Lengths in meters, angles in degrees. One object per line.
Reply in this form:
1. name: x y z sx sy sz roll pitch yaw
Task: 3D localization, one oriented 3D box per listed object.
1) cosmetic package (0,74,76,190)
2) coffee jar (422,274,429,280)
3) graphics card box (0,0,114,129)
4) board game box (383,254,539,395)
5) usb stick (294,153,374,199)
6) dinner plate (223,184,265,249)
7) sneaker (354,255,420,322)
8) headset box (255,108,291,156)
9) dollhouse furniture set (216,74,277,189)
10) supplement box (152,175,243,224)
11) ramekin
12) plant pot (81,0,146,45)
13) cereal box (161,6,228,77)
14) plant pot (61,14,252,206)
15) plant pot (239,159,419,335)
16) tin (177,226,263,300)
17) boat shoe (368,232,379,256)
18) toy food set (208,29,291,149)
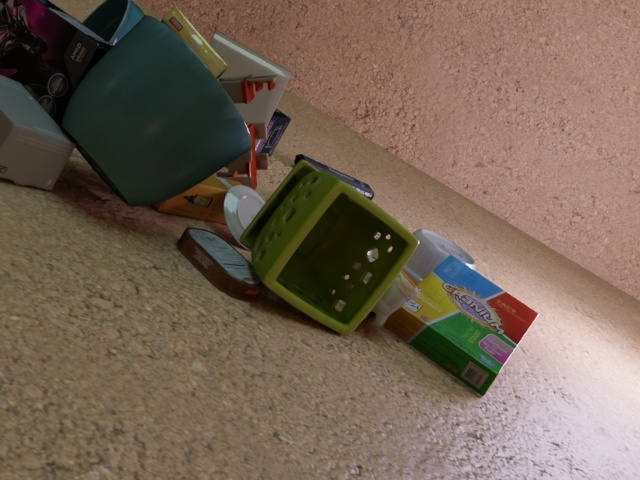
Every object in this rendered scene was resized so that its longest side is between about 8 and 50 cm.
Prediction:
1. cosmetic package: -0.528 -0.192 1.471 0.238 0.107 0.127 39 13 35
2. coffee jar: 0.316 0.147 2.035 0.184 0.079 0.096 37 17 21
3. graphics card box: -0.571 -0.350 1.636 0.371 0.233 0.094 36 11 15
4. board game box: 0.303 0.166 1.838 0.242 0.064 0.316 35 31 14
5. usb stick: 0.042 -0.187 2.628 0.278 0.045 0.077 22 17 -31
6. dinner plate: -0.138 -0.046 1.749 0.141 0.017 0.141 27 53 -43
7. sneaker: 0.095 0.102 1.747 0.099 0.121 0.262 49 -10 -9
8. headset box: -0.261 -0.348 2.402 0.246 0.131 0.283 36 17 19
9. dollhouse furniture set: -0.161 -0.238 1.981 0.135 0.259 0.262 -1 17 5
10. supplement box: -0.237 -0.089 1.742 0.080 0.078 0.233 41 18 33
11. ramekin: 0.293 0.058 2.218 0.207 0.109 0.207 28 15 -8
12. plant pot: -0.419 -0.354 1.935 0.255 0.272 0.272 39 8 -34
13. cereal box: -0.303 -0.423 2.004 0.173 0.047 0.240 48 -13 -9
14. plant pot: -0.301 -0.199 1.527 0.293 0.235 0.293 45 -12 12
15. plant pot: 0.000 0.000 1.602 0.228 0.227 0.207 36 4 -35
16. tin: -0.175 0.038 1.543 0.189 0.040 0.106 41 22 31
17. boat shoe: 0.110 -0.037 2.189 0.098 0.096 0.277 27 16 -11
18. toy food set: -0.229 -0.353 2.202 0.219 0.306 0.092 27 -14 -15
